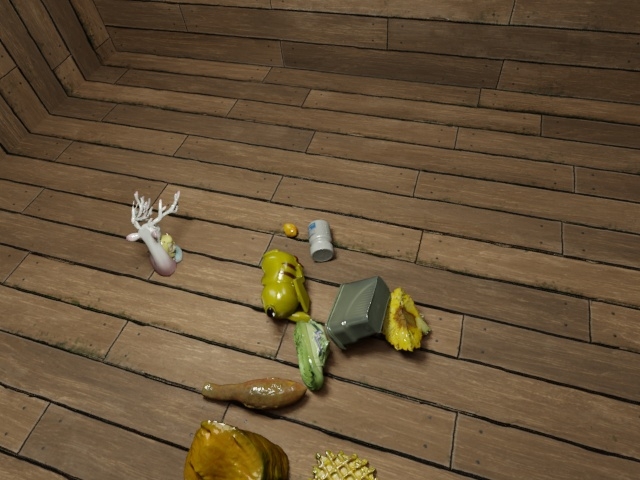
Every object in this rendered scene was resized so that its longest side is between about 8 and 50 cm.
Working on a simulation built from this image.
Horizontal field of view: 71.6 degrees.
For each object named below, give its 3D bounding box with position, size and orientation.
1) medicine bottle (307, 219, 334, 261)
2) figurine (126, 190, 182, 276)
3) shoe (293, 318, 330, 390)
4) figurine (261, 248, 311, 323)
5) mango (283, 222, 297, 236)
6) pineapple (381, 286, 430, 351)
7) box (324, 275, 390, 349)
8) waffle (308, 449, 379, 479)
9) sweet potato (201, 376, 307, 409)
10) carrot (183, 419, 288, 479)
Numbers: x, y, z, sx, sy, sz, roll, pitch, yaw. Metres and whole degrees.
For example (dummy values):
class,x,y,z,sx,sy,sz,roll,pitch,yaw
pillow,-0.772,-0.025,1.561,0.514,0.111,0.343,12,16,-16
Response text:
class,x,y,z,sx,sy,sz,roll,pitch,yaw
medicine bottle,0.000,0.000,1.954,0.105,0.105,0.168,-8,52,0
figurine,-0.715,-0.046,1.932,0.207,0.315,0.284,5,51,3
shoe,-0.025,0.405,1.619,0.128,0.140,0.262,-15,55,-11
figurine,-0.145,0.196,1.785,0.169,0.218,0.326,-27,49,38
mango,-0.141,-0.051,2.044,0.060,0.046,0.089,-35,53,-19
pineapple,0.320,0.319,1.692,0.164,0.140,0.249,13,54,-40
box,0.143,0.259,1.652,0.178,0.138,0.274,-22,29,35
waffle,0.071,0.777,1.380,0.232,0.051,0.228,5,50,8
sweet potato,-0.239,0.538,1.564,0.385,0.109,0.109,-2,52,5
carrot,-0.251,0.691,1.328,0.242,0.340,0.241,-12,56,18
